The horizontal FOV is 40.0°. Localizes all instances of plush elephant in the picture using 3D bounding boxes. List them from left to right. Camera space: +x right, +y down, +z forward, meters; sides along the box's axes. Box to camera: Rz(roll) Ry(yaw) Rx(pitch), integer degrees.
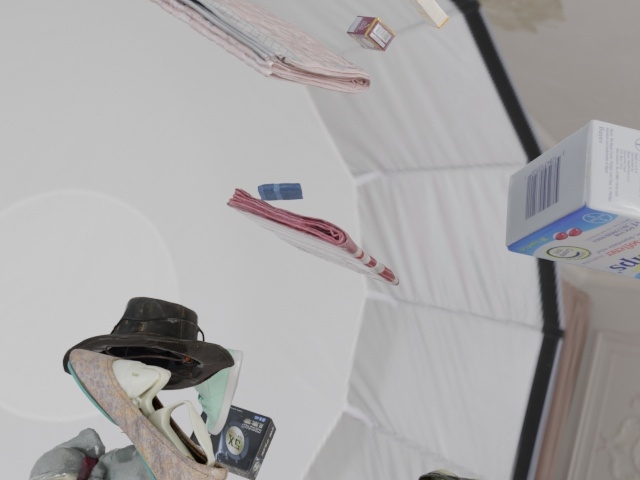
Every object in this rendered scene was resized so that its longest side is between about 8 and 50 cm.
[{"bbox_3d":[-0.368,0.427,1.435,0.255,0.330,0.272,-11,1,11],"label":"plush elephant"}]

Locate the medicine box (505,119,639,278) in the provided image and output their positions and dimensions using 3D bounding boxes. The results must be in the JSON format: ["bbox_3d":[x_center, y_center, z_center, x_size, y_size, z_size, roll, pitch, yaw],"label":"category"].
[{"bbox_3d":[0.497,-0.056,1.450,0.289,0.149,0.263,12,-18,-13],"label":"medicine box"}]

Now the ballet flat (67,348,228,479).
[{"bbox_3d":[-0.243,0.251,1.283,0.316,0.106,0.107,47,8,17],"label":"ballet flat"}]

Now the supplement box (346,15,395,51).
[{"bbox_3d":[0.098,-0.403,1.709,0.055,0.043,0.083,35,-2,-30],"label":"supplement box"}]

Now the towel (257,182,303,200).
[{"bbox_3d":[-0.109,-0.135,2.394,0.119,0.029,0.067,-1,-27,7],"label":"towel"}]

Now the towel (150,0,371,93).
[{"bbox_3d":[-0.107,-0.362,1.535,0.332,0.053,0.317,37,20,24],"label":"towel"}]

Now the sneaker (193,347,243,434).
[{"bbox_3d":[-0.261,0.318,1.929,0.151,0.094,0.256,14,-53,-1],"label":"sneaker"}]

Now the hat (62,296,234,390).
[{"bbox_3d":[-0.326,0.182,1.675,0.331,0.134,0.331,-2,-24,-1],"label":"hat"}]

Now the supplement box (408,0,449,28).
[{"bbox_3d":[0.249,-0.547,2.058,0.098,0.036,0.062,41,3,-29],"label":"supplement box"}]

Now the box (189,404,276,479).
[{"bbox_3d":[-0.223,0.496,2.198,0.180,0.147,0.077,16,-29,17],"label":"box"}]

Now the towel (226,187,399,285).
[{"bbox_3d":[0.000,0.000,1.592,0.237,0.037,0.329,21,-6,25],"label":"towel"}]

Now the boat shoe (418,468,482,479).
[{"bbox_3d":[0.313,0.585,2.036,0.073,0.080,0.223,0,2,-32],"label":"boat shoe"}]
